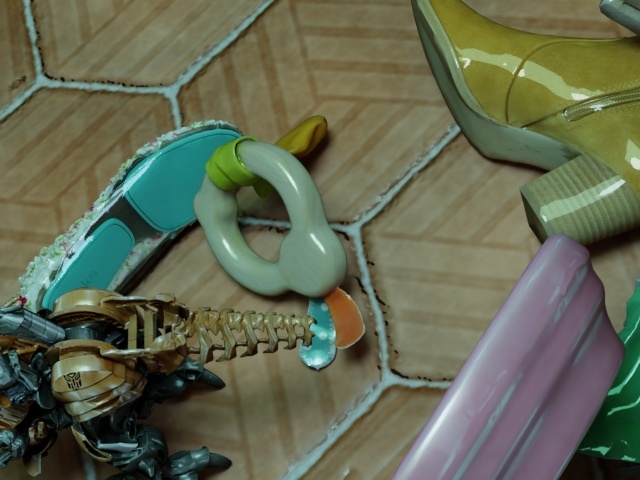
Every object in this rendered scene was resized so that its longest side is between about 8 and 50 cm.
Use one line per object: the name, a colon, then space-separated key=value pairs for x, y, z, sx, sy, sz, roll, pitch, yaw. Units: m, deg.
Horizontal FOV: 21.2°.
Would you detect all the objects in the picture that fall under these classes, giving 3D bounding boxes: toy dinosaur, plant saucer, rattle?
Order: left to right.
toy dinosaur: x=-0.167 y=0.109 z=1.263 sx=0.321 sy=0.218 sz=0.164 roll=6 pitch=60 yaw=24
rattle: x=0.000 y=0.000 z=1.388 sx=0.199 sy=0.142 sz=0.130 roll=43 pitch=112 yaw=21
plant saucer: x=0.095 y=0.154 z=1.091 sx=0.084 sy=0.332 sz=0.332 roll=33 pitch=73 yaw=7

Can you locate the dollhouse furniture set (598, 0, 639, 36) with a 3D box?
dollhouse furniture set: x=0.443 y=-0.178 z=1.214 sx=0.394 sy=0.256 sz=0.362 roll=30 pitch=69 yaw=-5

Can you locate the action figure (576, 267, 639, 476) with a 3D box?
action figure: x=0.261 y=0.057 z=1.210 sx=0.137 sy=0.063 sz=0.232 roll=14 pitch=70 yaw=-2

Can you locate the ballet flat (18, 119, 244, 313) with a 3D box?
ballet flat: x=-0.167 y=-0.021 z=1.436 sx=0.241 sy=0.091 sz=0.077 roll=-43 pitch=32 yaw=-14

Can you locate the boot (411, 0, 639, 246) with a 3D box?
boot: x=0.216 y=-0.133 z=1.358 sx=0.211 sy=0.104 sz=0.295 roll=-27 pitch=58 yaw=-4
